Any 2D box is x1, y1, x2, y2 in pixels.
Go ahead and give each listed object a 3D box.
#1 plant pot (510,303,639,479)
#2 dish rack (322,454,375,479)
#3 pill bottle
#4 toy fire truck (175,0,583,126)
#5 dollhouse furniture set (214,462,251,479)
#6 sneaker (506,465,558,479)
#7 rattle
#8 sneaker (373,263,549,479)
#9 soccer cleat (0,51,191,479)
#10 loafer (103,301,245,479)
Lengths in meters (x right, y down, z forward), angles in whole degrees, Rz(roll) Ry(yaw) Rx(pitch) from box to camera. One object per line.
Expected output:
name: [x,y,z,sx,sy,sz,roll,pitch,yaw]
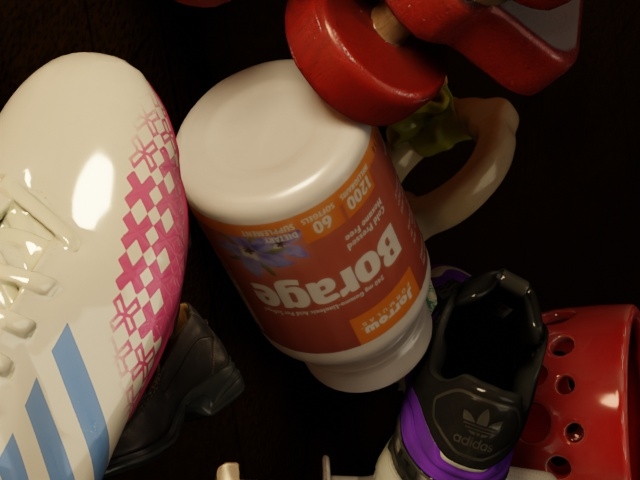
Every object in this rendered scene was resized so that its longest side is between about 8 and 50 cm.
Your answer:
plant pot: [0.184,0.149,1.336,0.191,0.174,0.191,-2,90,-73]
dish rack: [0.037,0.314,1.037,0.333,0.072,0.286,-97,-175,-77]
pill bottle: [0.000,0.000,0.994,0.216,0.121,0.121,63,40,-48]
toy fire truck: [0.034,-0.227,0.886,0.302,0.169,0.254,32,47,-23]
dollhouse furniture set: [-0.097,0.316,0.947,0.355,0.173,0.303,111,-19,-69]
sneaker: [0.118,0.270,1.125,0.322,0.236,0.130,-21,152,-53]
rattle: [0.049,-0.052,1.126,0.200,0.130,0.143,-54,140,-24]
sneaker: [0.113,0.074,1.149,0.293,0.102,0.146,-83,-167,-61]
soccer cleat: [-0.144,0.061,0.702,0.143,0.116,0.331,34,64,-62]
loafer: [-0.105,0.087,0.876,0.061,0.062,0.170,67,27,-6]
